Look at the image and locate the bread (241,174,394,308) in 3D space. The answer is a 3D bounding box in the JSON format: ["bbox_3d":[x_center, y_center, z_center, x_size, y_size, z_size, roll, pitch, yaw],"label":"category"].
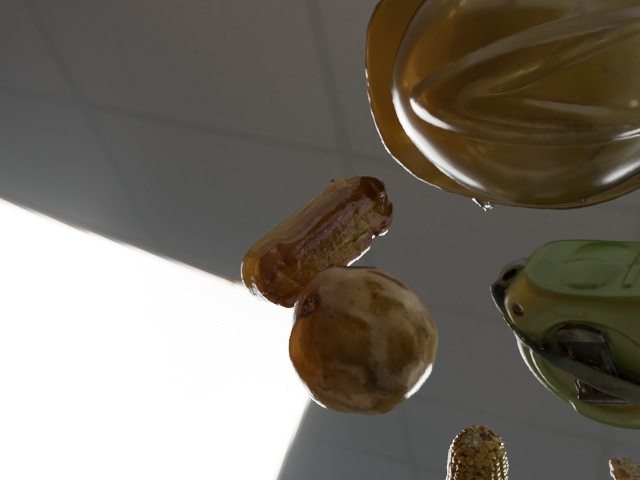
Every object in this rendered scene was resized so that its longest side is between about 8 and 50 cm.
[{"bbox_3d":[0.000,0.000,1.656,0.094,0.245,0.102,-2,-58,60],"label":"bread"}]

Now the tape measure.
[{"bbox_3d":[0.242,0.077,0.972,0.200,0.106,0.175,2,-51,37],"label":"tape measure"}]

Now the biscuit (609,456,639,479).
[{"bbox_3d":[0.317,0.299,1.085,0.061,0.219,0.055,9,-38,-24],"label":"biscuit"}]

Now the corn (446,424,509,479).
[{"bbox_3d":[0.227,0.378,1.741,0.106,0.106,0.293,9,-44,20],"label":"corn"}]

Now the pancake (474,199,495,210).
[{"bbox_3d":[0.171,-0.137,1.667,0.042,0.236,0.222,-35,-54,7],"label":"pancake"}]

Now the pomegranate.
[{"bbox_3d":[0.054,0.127,1.451,0.196,0.196,0.196,16,-27,8],"label":"pomegranate"}]

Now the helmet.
[{"bbox_3d":[0.131,-0.106,0.780,0.257,0.140,0.205,-5,-78,22],"label":"helmet"}]
